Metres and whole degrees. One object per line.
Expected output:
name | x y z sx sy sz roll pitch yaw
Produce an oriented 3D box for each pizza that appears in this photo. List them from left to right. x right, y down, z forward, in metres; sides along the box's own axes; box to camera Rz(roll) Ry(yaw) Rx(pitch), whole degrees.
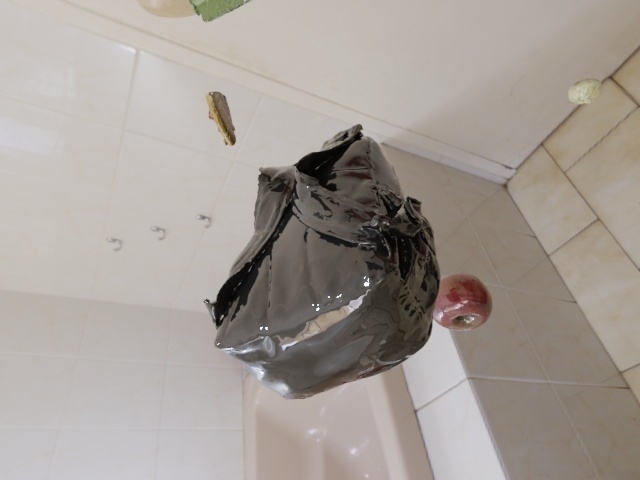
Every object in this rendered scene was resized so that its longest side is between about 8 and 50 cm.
pizza | -0.145 -0.181 0.605 0.078 0.025 0.083 -102 -7 -46

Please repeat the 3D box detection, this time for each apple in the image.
apple | 0.339 0.147 1.045 0.153 0.154 0.119 -52 27 43

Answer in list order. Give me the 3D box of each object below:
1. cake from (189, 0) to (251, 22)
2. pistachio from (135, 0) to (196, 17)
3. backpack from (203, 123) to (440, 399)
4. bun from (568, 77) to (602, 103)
cake | -0.073 -0.261 0.360 0.236 0.100 0.099 -5 37 36
pistachio | -0.223 -0.532 0.759 0.299 0.187 0.187 -35 36 6
backpack | 0.000 0.000 0.698 0.364 0.255 0.445 -30 35 24
bun | 0.742 -0.412 1.190 0.086 0.086 0.054 -33 56 57
